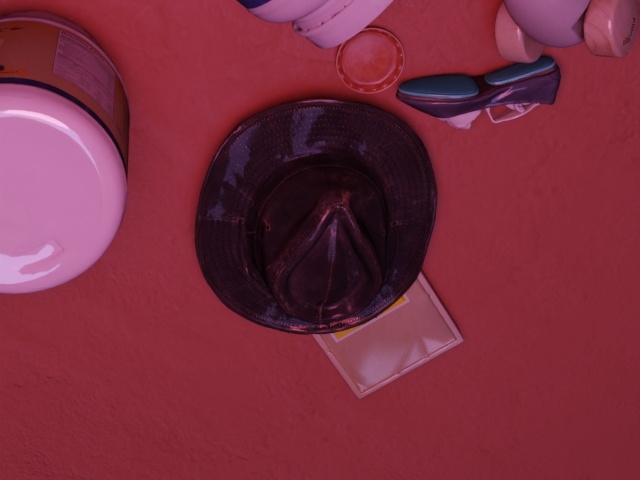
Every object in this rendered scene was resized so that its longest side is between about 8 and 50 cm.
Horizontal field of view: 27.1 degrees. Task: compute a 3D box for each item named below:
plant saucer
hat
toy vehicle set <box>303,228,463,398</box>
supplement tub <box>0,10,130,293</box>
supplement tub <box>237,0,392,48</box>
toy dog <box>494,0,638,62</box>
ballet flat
[{"bbox_3d":[0.059,-0.218,1.600,0.084,0.013,0.083,-3,117,-6],"label":"plant saucer"},{"bbox_3d":[0.000,0.000,1.598,0.332,0.134,0.331,-3,118,-5],"label":"hat"},{"bbox_3d":[0.054,0.070,1.737,0.166,0.035,0.267,-29,117,8],"label":"toy vehicle set"},{"bbox_3d":[-0.321,-0.109,1.436,0.228,0.316,0.228,-3,118,-6],"label":"supplement tub"},{"bbox_3d":[-0.058,-0.376,1.376,0.325,0.235,0.235,38,107,-22],"label":"supplement tub"},{"bbox_3d":[0.245,-0.319,1.454,0.220,0.333,0.160,10,75,14],"label":"toy dog"},{"bbox_3d":[0.194,-0.171,1.612,0.203,0.074,0.074,-11,118,-4],"label":"ballet flat"}]
